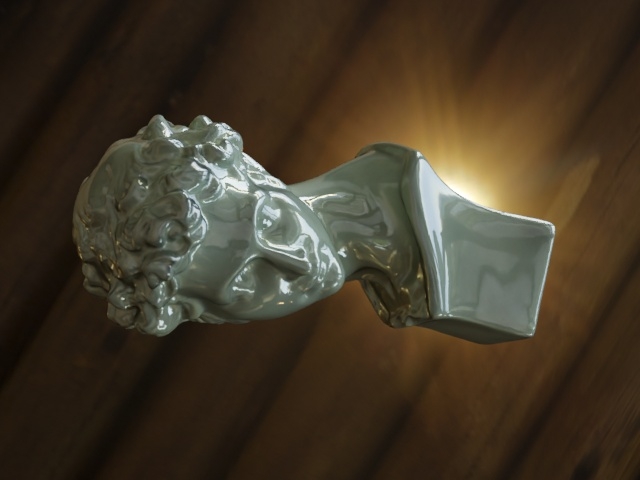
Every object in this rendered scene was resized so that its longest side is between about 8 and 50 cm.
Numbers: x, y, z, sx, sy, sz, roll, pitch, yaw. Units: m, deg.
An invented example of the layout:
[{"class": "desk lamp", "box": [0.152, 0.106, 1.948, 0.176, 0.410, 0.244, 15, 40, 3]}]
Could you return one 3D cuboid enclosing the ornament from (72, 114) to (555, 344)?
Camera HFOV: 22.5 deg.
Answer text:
[{"class": "ornament", "box": [-0.003, -0.002, 0.904, 0.285, 0.130, 0.120, 6, -102, -33]}]
